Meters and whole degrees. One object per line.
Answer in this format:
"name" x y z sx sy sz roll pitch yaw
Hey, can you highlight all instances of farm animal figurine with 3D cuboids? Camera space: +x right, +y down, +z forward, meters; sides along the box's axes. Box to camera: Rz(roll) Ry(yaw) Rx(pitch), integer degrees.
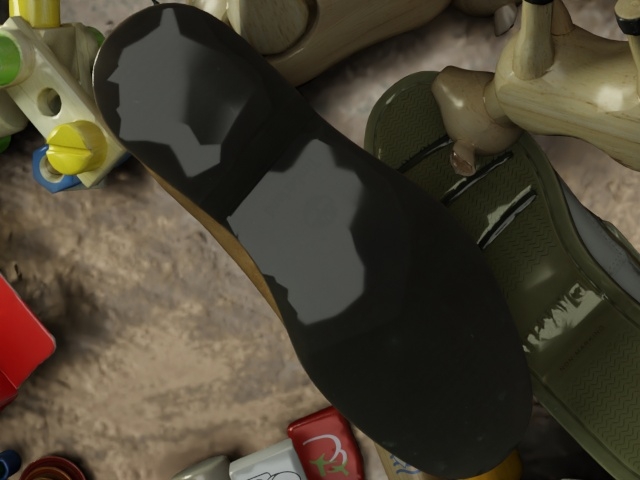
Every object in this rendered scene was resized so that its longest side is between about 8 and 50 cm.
"farm animal figurine" 0.066 -0.153 0.671 0.326 0.172 0.330 -10 53 8

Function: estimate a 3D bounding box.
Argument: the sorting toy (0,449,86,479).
"sorting toy" -0.204 0.171 0.785 0.102 0.042 0.061 -21 89 6

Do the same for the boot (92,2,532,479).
"boot" 0.000 0.000 0.657 0.112 0.115 0.305 -42 98 -6

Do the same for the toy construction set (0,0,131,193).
"toy construction set" -0.234 -0.171 0.727 0.215 0.151 0.328 -15 83 26

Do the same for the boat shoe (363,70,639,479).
"boat shoe" 0.134 0.028 0.716 0.113 0.103 0.302 -40 66 13

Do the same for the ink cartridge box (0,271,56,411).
"ink cartridge box" -0.286 0.093 0.742 0.231 0.078 0.134 -42 86 24

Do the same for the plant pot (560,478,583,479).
"plant pot" 0.137 0.306 0.626 0.252 0.248 0.247 -39 46 34

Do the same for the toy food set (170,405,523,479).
"toy food set" 0.004 0.164 0.725 0.232 0.111 0.104 -22 89 -5
